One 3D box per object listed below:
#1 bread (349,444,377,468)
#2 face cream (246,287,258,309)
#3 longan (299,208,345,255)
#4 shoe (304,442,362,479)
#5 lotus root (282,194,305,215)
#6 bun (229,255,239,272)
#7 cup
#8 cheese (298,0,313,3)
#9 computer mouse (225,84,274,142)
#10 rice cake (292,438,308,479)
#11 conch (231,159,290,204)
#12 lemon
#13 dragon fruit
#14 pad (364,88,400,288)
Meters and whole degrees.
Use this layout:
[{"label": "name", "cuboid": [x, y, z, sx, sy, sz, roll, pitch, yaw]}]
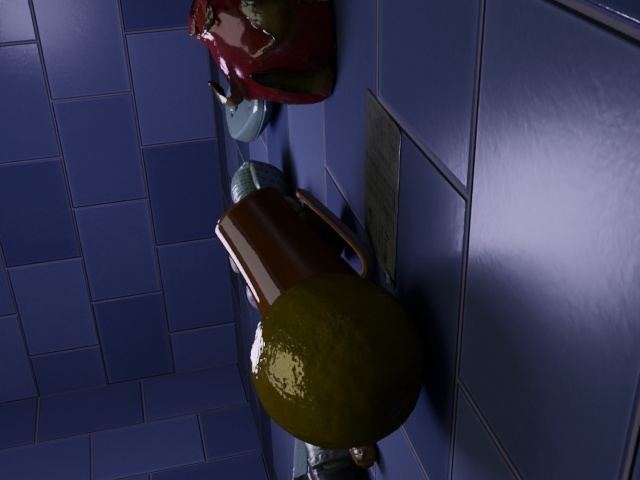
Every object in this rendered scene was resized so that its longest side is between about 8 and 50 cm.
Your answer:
[{"label": "bread", "cuboid": [0.068, 0.366, 1.557, 0.157, 0.044, 0.052, -116, 24, -56]}, {"label": "face cream", "cuboid": [-0.075, 0.106, 1.795, 0.214, 0.095, 0.096, -11, 87, 61]}, {"label": "longan", "cuboid": [0.000, 0.000, 1.505, 0.119, 0.106, 0.106, 63, -178, -37]}, {"label": "shoe", "cuboid": [0.012, 0.403, 1.684, 0.293, 0.109, 0.149, -111, 11, -63]}, {"label": "lotus root", "cuboid": [-0.091, -0.020, 1.829, 0.257, 0.140, 0.155, 112, 177, -83]}, {"label": "bun", "cuboid": [-0.213, -0.011, 2.485, 0.237, 0.116, 0.210, -89, -5, -57]}, {"label": "cup", "cuboid": [-0.039, 0.034, 1.381, 0.226, 0.182, 0.264, -42, 79, 27]}, {"label": "cheese", "cuboid": [-0.009, -0.446, 1.196, 0.123, 0.093, 0.167, -31, 67, 58]}, {"label": "computer mouse", "cuboid": [-0.162, -0.342, 2.042, 0.288, 0.097, 0.160, 144, 119, -64]}, {"label": "rice cake", "cuboid": [-0.022, 0.458, 1.841, 0.081, 0.051, 0.290, 45, -161, -17]}, {"label": "conch", "cuboid": [-0.135, -0.106, 1.997, 0.172, 0.131, 0.200, -38, 63, 48]}, {"label": "lemon", "cuboid": [0.037, 0.174, 1.127, 0.219, 0.240, 0.241, 34, 136, 43]}, {"label": "dragon fruit", "cuboid": [-0.113, -0.375, 1.456, 0.305, 0.225, 0.306, 173, 90, -77]}, {"label": "pad", "cuboid": [0.087, -0.076, 1.232, 0.159, 0.009, 0.265, -114, 20, -55]}]
